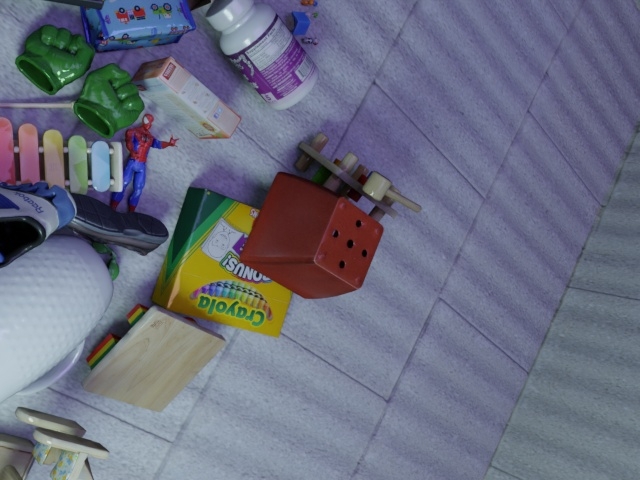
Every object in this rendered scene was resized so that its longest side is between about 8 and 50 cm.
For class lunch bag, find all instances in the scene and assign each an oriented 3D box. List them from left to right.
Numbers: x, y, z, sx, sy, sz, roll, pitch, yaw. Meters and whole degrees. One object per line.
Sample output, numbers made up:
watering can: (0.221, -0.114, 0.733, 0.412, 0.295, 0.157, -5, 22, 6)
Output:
lunch bag: (-0.442, -0.596, 1.571, 0.220, 0.138, 0.293, -18, 98, -32)

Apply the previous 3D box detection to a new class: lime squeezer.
lime squeezer: (-0.535, 0.037, 1.634, 0.109, 0.059, 0.311, -4, 101, -5)

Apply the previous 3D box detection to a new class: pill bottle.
pill bottle: (-0.151, -0.495, 1.773, 0.301, 0.169, 0.169, 47, 68, -32)

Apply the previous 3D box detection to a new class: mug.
mug: (-0.615, 0.175, 1.467, 0.328, 0.276, 0.374, -38, 143, -39)

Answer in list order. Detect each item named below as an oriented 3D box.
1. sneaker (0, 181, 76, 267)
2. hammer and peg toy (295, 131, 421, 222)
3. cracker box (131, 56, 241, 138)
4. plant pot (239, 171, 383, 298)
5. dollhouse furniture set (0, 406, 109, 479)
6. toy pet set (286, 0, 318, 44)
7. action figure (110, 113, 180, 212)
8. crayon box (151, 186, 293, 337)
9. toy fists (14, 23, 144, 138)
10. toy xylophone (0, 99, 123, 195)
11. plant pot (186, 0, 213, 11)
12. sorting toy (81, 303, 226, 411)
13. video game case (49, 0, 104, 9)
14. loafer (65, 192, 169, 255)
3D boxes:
sneaker: (-0.658, -0.038, 1.339, 0.315, 0.182, 0.128, 1, 120, 2)
hammer and peg toy: (0.102, -0.146, 1.908, 0.266, 0.361, 0.127, 33, 96, -37)
cracker box: (-0.323, -0.338, 1.668, 0.232, 0.155, 0.067, 38, 73, -35)
plant pot: (0.000, 0.000, 1.785, 0.267, 0.235, 0.268, 33, 74, -37)
dollhouse furniture set: (-0.669, 0.502, 1.366, 0.256, 0.394, 0.362, 29, 78, -36)
toy pet set: (-0.034, -0.608, 1.912, 0.114, 0.065, 0.122, -9, 102, -37)
action figure: (-0.422, -0.166, 1.634, 0.091, 0.139, 0.281, 15, 85, -39)
crayon box: (-0.225, 0.065, 1.833, 0.362, 0.106, 0.313, 21, 83, -38)
toy fists: (-0.515, -0.359, 1.518, 0.279, 0.096, 0.142, 38, 57, -12)
toy xylophone: (-0.599, -0.191, 1.514, 0.322, 0.081, 0.236, -14, 104, -32)
plant pot: (-0.296, -0.637, 1.686, 0.096, 0.109, 0.109, -52, 124, -35)
sorting toy: (-0.408, 0.273, 1.681, 0.257, 0.089, 0.255, -46, 140, 6)
video game case: (-0.588, -0.620, 1.428, 0.274, 0.035, 0.249, 2, 80, -26)
loafer: (-0.484, -0.022, 1.556, 0.302, 0.109, 0.095, 17, 123, -48)
